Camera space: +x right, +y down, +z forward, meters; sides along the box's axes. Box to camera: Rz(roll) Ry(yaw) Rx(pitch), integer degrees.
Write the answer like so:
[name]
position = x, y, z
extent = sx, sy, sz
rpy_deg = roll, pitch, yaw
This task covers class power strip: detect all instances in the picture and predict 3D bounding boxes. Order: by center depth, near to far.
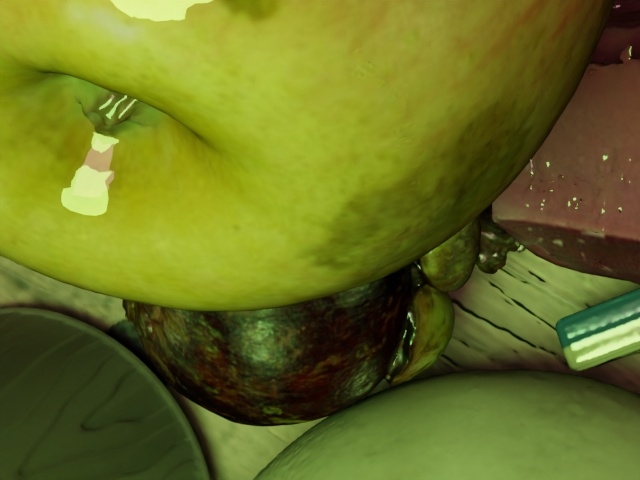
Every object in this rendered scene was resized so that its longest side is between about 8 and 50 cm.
[power strip]
position = 0.188, 0.037, 0.978
extent = 0.123, 0.056, 0.032
rpy_deg = -22, 80, 17

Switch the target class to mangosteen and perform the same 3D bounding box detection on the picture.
[mangosteen]
position = 0.000, 0.000, 0.971
extent = 0.217, 0.192, 0.192
rpy_deg = -9, 97, -16

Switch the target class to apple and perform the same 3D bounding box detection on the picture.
[apple]
position = -0.046, -0.144, 0.743
extent = 0.364, 0.364, 0.364
rpy_deg = 2, 99, 14

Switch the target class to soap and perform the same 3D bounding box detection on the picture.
[soap]
position = 0.246, -0.057, 0.873
extent = 0.325, 0.220, 0.127
rpy_deg = -1, 107, 14

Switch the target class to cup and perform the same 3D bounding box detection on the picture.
[cup]
position = -0.217, 0.142, 0.990
extent = 0.208, 0.273, 0.288
rpy_deg = -21, 95, 23

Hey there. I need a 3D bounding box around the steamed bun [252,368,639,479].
[steamed bun]
position = 0.089, 0.257, 0.949
extent = 0.374, 0.241, 0.374
rpy_deg = 3, 100, 17
